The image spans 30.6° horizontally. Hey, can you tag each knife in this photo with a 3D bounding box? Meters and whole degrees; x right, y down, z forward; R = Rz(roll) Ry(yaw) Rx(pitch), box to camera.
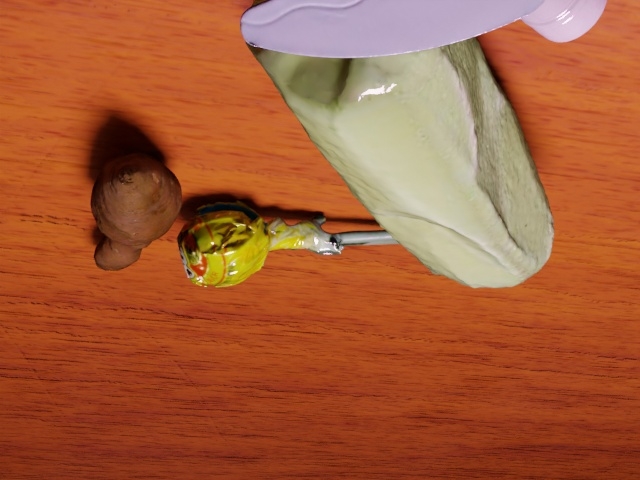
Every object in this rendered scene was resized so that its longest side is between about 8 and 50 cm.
[{"bbox_3d":[0.111,-0.170,0.666,0.331,0.080,0.044,-26,-170,14],"label":"knife"}]

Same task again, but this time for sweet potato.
[{"bbox_3d":[-0.159,-0.027,0.996,0.074,0.075,0.269,5,162,-13],"label":"sweet potato"}]

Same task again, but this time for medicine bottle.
[{"bbox_3d":[0.139,-0.171,0.752,0.057,0.057,0.089,-25,144,37],"label":"medicine bottle"}]

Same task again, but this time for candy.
[{"bbox_3d":[0.069,-0.074,0.856,0.142,0.132,0.343,-20,147,17],"label":"candy"},{"bbox_3d":[0.000,-0.003,1.071,0.262,0.077,0.073,-3,132,-17],"label":"candy"}]
